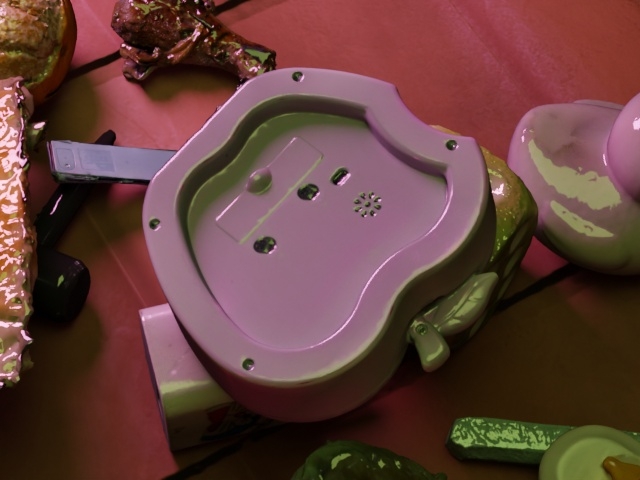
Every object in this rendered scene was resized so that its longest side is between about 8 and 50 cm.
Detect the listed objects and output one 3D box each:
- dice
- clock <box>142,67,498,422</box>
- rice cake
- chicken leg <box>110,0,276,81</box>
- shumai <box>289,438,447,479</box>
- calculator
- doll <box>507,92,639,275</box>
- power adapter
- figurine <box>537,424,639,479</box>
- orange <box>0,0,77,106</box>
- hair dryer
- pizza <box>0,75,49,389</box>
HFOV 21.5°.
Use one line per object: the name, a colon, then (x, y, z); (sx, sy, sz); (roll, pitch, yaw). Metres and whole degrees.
dice: (0.115, -0.001, 1.749); (0.169, 0.169, 0.166); (31, 65, 16)
clock: (0.000, 0.000, 1.604); (0.338, 0.102, 0.339); (-3, 65, 7)
rice cake: (0.249, 0.209, 1.701); (0.245, 0.045, 0.042); (5, 60, 2)
chicken leg: (-0.144, -0.232, 1.939); (0.196, 0.080, 0.125); (9, 70, -5)
shumai: (0.036, 0.275, 1.626); (0.184, 0.142, 0.184); (-2, 95, -18)
calculator: (-0.213, -0.081, 1.841); (0.172, 0.018, 0.057); (2, 53, -25)
doll: (0.324, -0.081, 1.772); (0.251, 0.221, 0.221); (19, 61, 6)
power adapter: (-0.070, 0.118, 1.697); (0.205, 0.130, 0.125); (-13, 61, -7)
figurine: (0.318, 0.271, 1.585); (0.250, 0.141, 0.166); (39, 78, 9)
orange: (-0.343, -0.222, 1.878); (0.134, 0.156, 0.157); (6, 59, 13)
hair dryer: (-0.269, -0.023, 1.824); (0.114, 0.070, 0.248); (21, 53, 12)
pizza: (-0.426, -0.015, 1.739); (0.435, 0.080, 0.392); (10, 60, 22)
